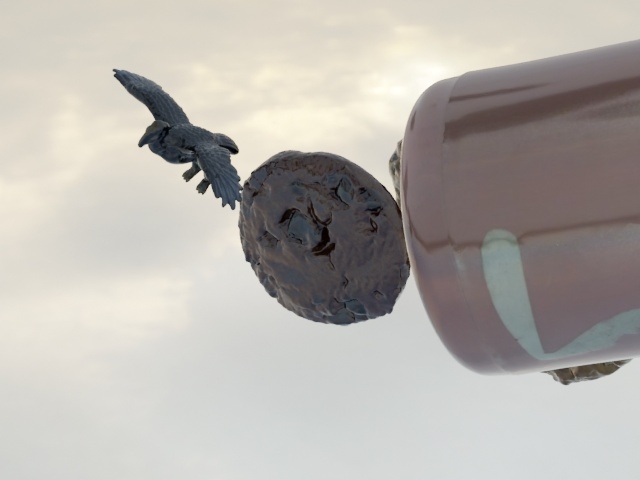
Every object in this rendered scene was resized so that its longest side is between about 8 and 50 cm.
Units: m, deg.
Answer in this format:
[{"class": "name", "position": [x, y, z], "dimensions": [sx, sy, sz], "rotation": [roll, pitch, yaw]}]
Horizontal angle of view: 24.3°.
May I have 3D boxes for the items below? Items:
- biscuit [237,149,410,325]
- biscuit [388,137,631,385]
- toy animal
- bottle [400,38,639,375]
[{"class": "biscuit", "position": [0.000, 0.000, 1.409], "dimensions": [0.192, 0.192, 0.049], "rotation": [10, -146, 35]}, {"class": "biscuit", "position": [0.204, 0.003, 1.520], "dimensions": [0.081, 0.334, 0.289], "rotation": [-39, -174, -41]}, {"class": "toy animal", "position": [-0.125, -0.091, 1.394], "dimensions": [0.220, 0.062, 0.108], "rotation": [49, -175, 37]}, {"class": "bottle", "position": [0.198, -0.027, 0.770], "dimensions": [0.296, 0.173, 0.206], "rotation": [-8, 171, 24]}]
